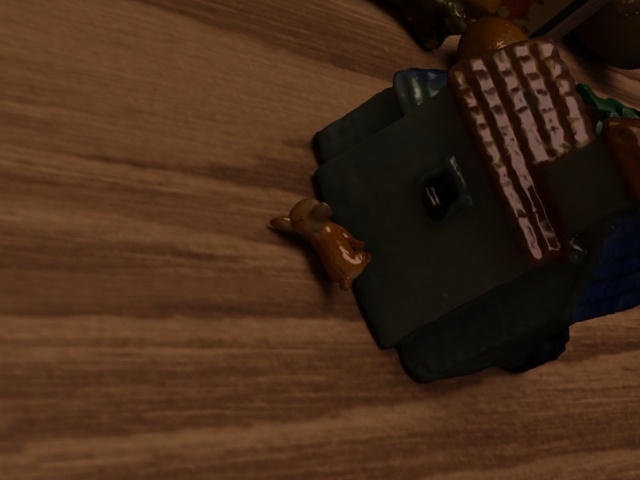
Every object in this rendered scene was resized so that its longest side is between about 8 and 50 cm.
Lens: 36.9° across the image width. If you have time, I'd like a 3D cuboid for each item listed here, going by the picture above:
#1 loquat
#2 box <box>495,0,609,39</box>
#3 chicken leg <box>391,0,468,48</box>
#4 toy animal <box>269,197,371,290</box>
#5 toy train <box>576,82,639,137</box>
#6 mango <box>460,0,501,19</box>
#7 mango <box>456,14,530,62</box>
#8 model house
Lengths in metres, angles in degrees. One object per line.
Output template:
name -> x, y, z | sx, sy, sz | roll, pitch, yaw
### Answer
loquat -> 0.493, -0.386, 1.590 | 0.179, 0.179, 0.227 | 11, 48, -41
box -> 0.361, -0.403, 1.440 | 0.177, 0.195, 0.148 | -26, 83, -52
chicken leg -> 0.047, -0.399, 1.166 | 0.361, 0.140, 0.212 | 28, 65, -43
toy animal -> 0.000, 0.000, 0.865 | 0.083, 0.060, 0.081 | 42, 37, -28
toy train -> 0.447, -0.174, 1.462 | 0.178, 0.071, 0.105 | 6, 47, -42
mango -> 0.175, -0.366, 1.319 | 0.190, 0.075, 0.098 | 24, 39, -24
mango -> 0.237, -0.209, 1.249 | 0.115, 0.090, 0.178 | 2, 63, -32
model house -> 0.201, -0.055, 0.899 | 0.251, 0.329, 0.295 | -3, 66, -44
